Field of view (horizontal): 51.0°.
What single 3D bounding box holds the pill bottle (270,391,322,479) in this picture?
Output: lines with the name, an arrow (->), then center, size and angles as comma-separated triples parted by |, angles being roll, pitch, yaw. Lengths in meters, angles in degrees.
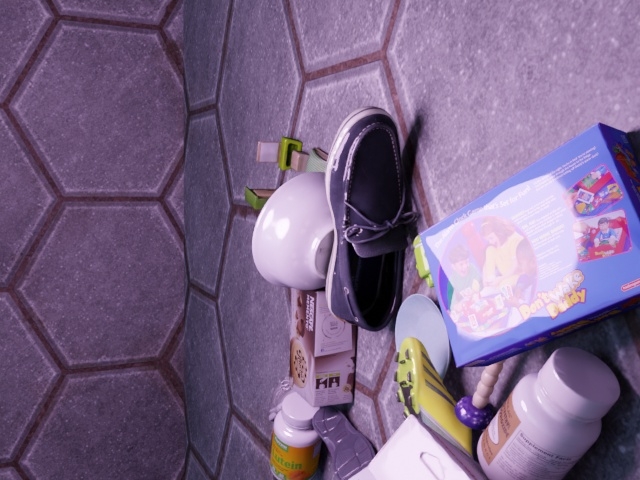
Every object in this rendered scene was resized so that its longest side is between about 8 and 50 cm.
pill bottle -> -0.063, 0.536, 1.831 | 0.136, 0.136, 0.246 | -125, 34, -50

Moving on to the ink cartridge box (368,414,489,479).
ink cartridge box -> 0.232, 0.423, 1.048 | 0.117, 0.278, 0.201 | -49, 32, 0

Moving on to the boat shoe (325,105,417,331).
boat shoe -> 0.109, -0.030, 1.420 | 0.156, 0.187, 0.500 | 37, 130, 53

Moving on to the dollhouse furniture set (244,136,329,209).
dollhouse furniture set -> -0.084, -0.161, 1.844 | 0.301, 0.151, 0.197 | -139, 52, -57

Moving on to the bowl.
bowl -> 0.000, 0.000, 1.556 | 0.134, 0.298, 0.298 | 30, 120, 43

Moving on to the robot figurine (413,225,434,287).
robot figurine -> 0.219, 0.031, 1.307 | 0.101, 0.067, 0.115 | 89, 171, -73

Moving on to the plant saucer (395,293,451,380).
plant saucer -> 0.216, 0.204, 1.359 | 0.195, 0.037, 0.195 | 179, 90, -65

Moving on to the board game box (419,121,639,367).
board game box -> 0.318, 0.022, 0.983 | 0.347, 0.078, 0.233 | -35, 58, 43

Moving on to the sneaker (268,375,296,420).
sneaker -> -0.092, 0.447, 1.955 | 0.281, 0.105, 0.115 | 135, 135, -53

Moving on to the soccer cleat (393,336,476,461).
soccer cleat -> 0.221, 0.319, 1.258 | 0.093, 0.121, 0.289 | 117, 141, -63

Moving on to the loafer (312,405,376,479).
loafer -> 0.075, 0.523, 1.638 | 0.095, 0.109, 0.302 | 61, 174, -33

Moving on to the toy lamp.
toy lamp -> 0.301, 0.197, 1.136 | 0.080, 0.080, 0.275 | -123, 38, -48

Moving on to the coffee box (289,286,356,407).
coffee box -> 0.004, 0.250, 1.718 | 0.168, 0.119, 0.297 | -158, 68, -64

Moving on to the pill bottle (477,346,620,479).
pill bottle -> 0.336, 0.270, 0.996 | 0.131, 0.131, 0.229 | -117, 35, -42

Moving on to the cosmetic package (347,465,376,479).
cosmetic package -> 0.173, 0.538, 1.297 | 0.225, 0.138, 0.224 | -47, 48, 34
